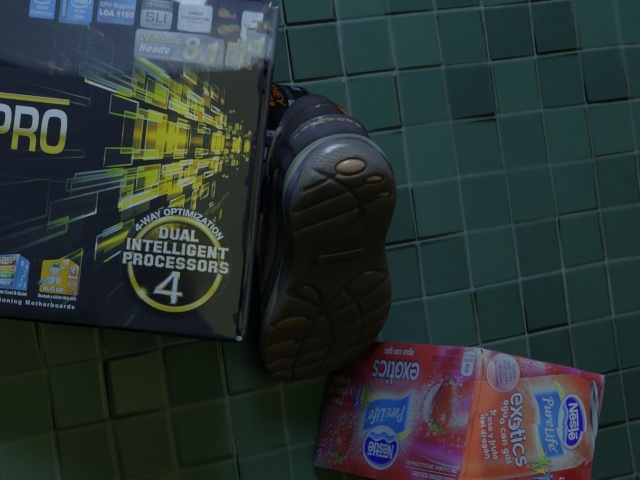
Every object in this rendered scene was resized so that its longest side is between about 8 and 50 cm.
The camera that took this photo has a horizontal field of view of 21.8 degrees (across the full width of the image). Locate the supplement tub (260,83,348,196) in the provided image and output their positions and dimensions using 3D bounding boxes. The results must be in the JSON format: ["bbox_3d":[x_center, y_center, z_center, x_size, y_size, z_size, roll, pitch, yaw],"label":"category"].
[{"bbox_3d":[-0.072,-0.103,1.684,0.190,0.117,0.117,3,88,-27],"label":"supplement tub"}]

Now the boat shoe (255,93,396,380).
[{"bbox_3d":[0.000,0.000,1.640,0.132,0.355,0.130,-5,50,-16],"label":"boat shoe"}]

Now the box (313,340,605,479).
[{"bbox_3d":[0.133,0.184,1.678,0.154,0.300,0.142,13,83,-27],"label":"box"}]

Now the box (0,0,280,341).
[{"bbox_3d":[-0.247,-0.081,1.539,0.394,0.097,0.318,7,85,-4],"label":"box"}]
